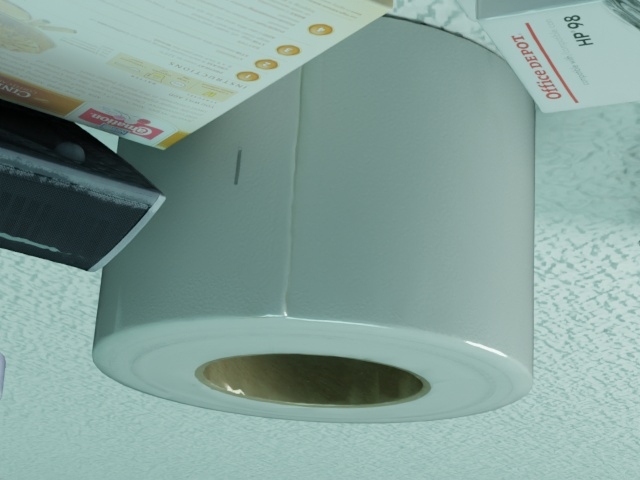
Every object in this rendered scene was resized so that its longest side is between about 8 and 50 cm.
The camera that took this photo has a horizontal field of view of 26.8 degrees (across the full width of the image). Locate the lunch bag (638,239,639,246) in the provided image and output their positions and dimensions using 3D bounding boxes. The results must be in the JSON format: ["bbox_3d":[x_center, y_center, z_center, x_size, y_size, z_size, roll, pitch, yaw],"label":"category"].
[{"bbox_3d":[0.317,0.008,0.804,0.258,0.120,0.293,6,161,-4],"label":"lunch bag"}]

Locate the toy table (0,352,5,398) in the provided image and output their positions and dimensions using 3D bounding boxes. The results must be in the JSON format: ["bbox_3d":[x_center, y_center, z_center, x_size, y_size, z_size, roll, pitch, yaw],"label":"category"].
[{"bbox_3d":[-0.317,0.005,0.855,0.252,0.161,0.274,-8,158,30],"label":"toy table"}]

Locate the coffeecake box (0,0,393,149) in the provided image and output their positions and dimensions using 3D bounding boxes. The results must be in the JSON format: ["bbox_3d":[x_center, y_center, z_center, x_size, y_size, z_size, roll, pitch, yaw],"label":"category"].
[{"bbox_3d":[-0.080,-0.113,0.566,0.142,0.068,0.185,16,156,-32],"label":"coffeecake box"}]

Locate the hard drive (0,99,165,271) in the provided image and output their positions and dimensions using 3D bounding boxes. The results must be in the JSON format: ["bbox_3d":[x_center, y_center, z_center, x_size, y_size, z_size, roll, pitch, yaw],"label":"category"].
[{"bbox_3d":[-0.193,-0.055,0.642,0.172,0.054,0.254,16,-171,-33],"label":"hard drive"}]

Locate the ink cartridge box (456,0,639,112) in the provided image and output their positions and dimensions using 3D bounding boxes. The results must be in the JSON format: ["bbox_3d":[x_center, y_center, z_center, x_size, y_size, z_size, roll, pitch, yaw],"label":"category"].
[{"bbox_3d":[0.135,-0.108,0.595,0.180,0.060,0.104,-6,159,25],"label":"ink cartridge box"}]

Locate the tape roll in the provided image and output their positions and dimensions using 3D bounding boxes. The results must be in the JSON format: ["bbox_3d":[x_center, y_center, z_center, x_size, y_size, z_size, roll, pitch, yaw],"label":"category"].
[{"bbox_3d":[0.000,0.000,0.768,0.246,0.169,0.246,3,162,1],"label":"tape roll"}]
